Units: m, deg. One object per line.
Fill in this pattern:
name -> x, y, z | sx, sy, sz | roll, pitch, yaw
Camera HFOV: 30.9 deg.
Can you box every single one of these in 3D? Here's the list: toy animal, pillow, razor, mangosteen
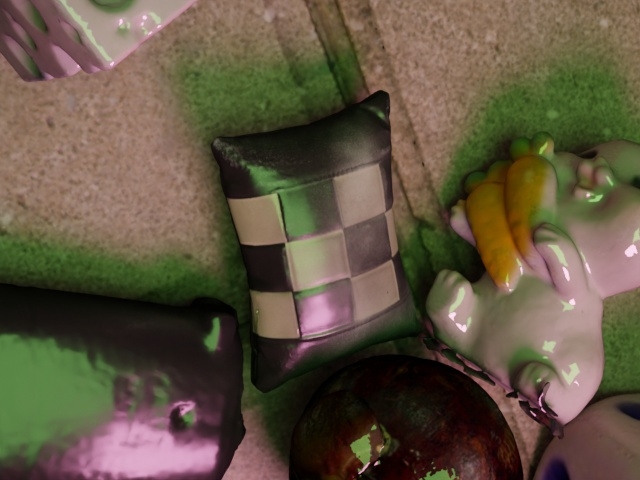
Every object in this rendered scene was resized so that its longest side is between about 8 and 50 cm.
toy animal -> 0.258, 0.026, 1.129 | 0.247, 0.183, 0.310 | 40, 84, -26
pillow -> 0.000, 0.000, 1.071 | 0.186, 0.106, 0.250 | -17, 109, -26
razor -> -0.237, 0.139, 1.030 | 0.349, 0.113, 0.204 | 5, 97, -18
mangosteen -> 0.051, 0.231, 1.065 | 0.289, 0.231, 0.231 | -23, 112, -44

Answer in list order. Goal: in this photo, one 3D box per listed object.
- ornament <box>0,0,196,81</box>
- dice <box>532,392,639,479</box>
ornament -> -0.173, -0.284, 0.848 | 0.240, 0.240, 0.239 | -43, 112, -18
dice -> 0.397, 0.346, 1.196 | 0.304, 0.277, 0.304 | 6, 104, -20
